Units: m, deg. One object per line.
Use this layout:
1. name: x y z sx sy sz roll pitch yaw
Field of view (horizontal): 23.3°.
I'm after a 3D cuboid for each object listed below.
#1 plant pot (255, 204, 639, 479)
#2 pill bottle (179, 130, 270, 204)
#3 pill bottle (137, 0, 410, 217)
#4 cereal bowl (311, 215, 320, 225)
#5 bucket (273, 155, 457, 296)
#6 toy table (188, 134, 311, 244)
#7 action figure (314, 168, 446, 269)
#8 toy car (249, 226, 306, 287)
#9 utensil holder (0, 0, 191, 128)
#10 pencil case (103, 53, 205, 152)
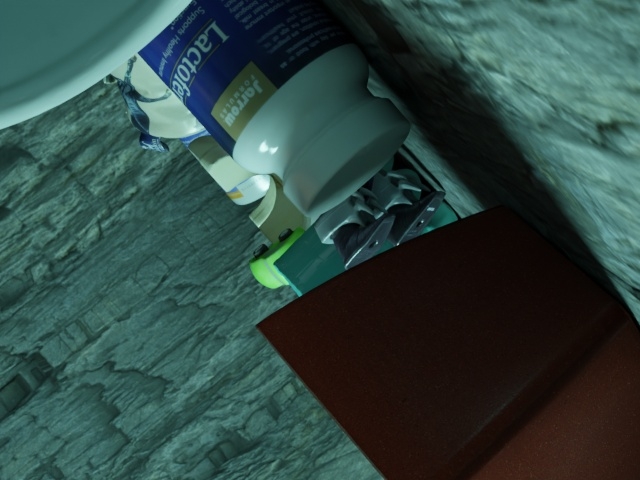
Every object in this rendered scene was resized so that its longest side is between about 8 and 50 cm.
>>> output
1. plant pot: 0.150 0.134 1.337 0.267 0.236 0.267 46 175 45
2. pill bottle: -0.162 -0.203 2.503 0.272 0.152 0.152 50 177 -19
3. pill bottle: -0.052 -0.156 1.392 0.264 0.153 0.153 47 177 12
4. cereal bowl: 0.055 0.054 2.397 0.339 0.141 0.339 50 170 12
5. bucket: 0.091 0.059 1.765 0.281 0.183 0.281 49 177 3
6. toy table: -0.058 -0.104 2.146 0.252 0.161 0.274 47 177 42
7. action figure: -0.010 -0.097 1.643 0.285 0.099 0.185 44 -149 24
8. toy car: 0.000 0.000 2.024 0.239 0.225 0.053 50 -158 -15
9. utensil holder: -0.279 -0.319 1.080 0.385 0.327 0.327 51 178 14
10. pencil case: -0.226 -0.291 1.693 0.160 0.184 0.410 -79 -32 -44
